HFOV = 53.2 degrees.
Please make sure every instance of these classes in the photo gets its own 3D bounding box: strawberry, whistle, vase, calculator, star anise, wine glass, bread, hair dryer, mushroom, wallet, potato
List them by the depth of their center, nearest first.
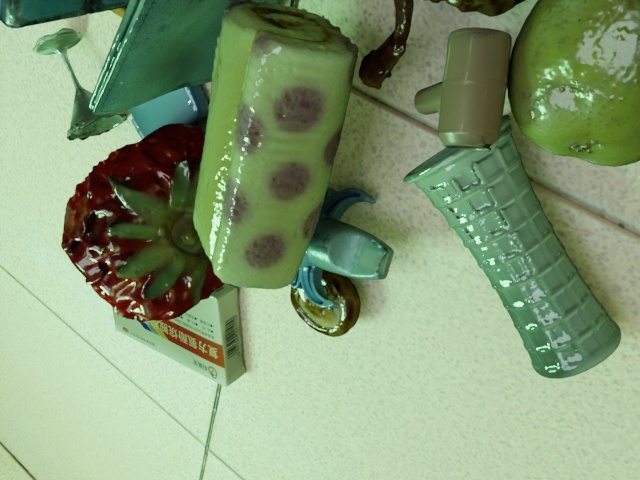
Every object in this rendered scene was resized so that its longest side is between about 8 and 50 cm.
[{"bbox_3d":[0.281,-0.194,0.604,0.174,0.159,0.251,16,116,3],"label":"potato"},{"bbox_3d":[0.117,-0.273,0.691,0.346,0.237,0.148,147,119,-65],"label":"star anise"},{"bbox_3d":[0.142,-0.155,0.699,0.181,0.064,0.117,-156,72,-78],"label":"hair dryer"},{"bbox_3d":[0.236,0.015,0.766,0.143,0.143,0.299,-28,96,44],"label":"vase"},{"bbox_3d":[-0.064,-0.114,0.813,0.187,0.155,0.338,56,139,45],"label":"bread"},{"bbox_3d":[-0.148,-0.277,0.820,0.054,0.290,0.251,45,135,3],"label":"wallet"},{"bbox_3d":[0.000,0.000,0.961,0.269,0.093,0.180,21,92,40],"label":"whistle"},{"bbox_3d":[0.004,0.098,1.031,0.127,0.087,0.127,15,117,32],"label":"mushroom"},{"bbox_3d":[-0.277,-0.030,1.085,0.345,0.295,0.317,8,81,63],"label":"strawberry"},{"bbox_3d":[-0.268,-0.235,1.112,0.210,0.039,0.121,-25,96,44],"label":"calculator"},{"bbox_3d":[-0.449,-0.289,1.187,0.122,0.122,0.183,-19,95,44],"label":"wine glass"}]

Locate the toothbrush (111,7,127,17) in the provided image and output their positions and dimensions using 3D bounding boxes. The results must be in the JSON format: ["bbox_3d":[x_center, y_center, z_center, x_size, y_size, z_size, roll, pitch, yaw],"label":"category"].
[{"bbox_3d":[-0.326,-0.385,1.086,0.321,0.031,0.023,35,131,21],"label":"toothbrush"}]

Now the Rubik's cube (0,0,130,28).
[{"bbox_3d":[-0.328,-0.521,0.793,0.359,0.363,0.362,41,131,18],"label":"Rubik's cube"}]

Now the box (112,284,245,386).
[{"bbox_3d":[-0.313,0.146,1.337,0.353,0.069,0.214,19,124,33],"label":"box"}]
